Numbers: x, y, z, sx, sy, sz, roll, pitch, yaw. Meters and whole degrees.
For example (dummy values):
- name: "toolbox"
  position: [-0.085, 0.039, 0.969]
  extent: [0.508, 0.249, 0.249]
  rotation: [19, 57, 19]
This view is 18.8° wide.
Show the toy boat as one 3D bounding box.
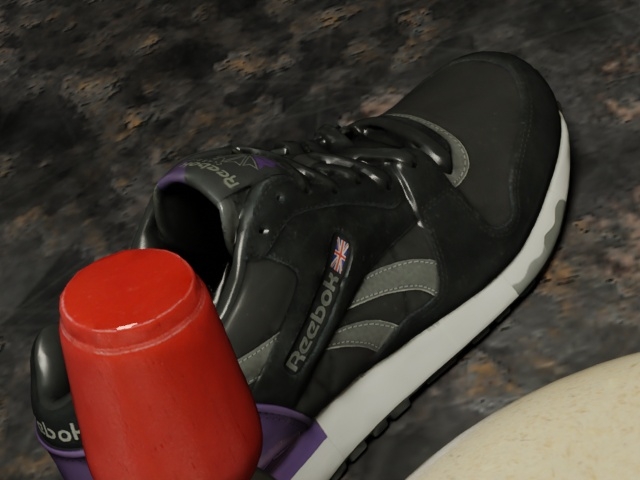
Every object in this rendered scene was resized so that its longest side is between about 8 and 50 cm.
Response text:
- name: "toy boat"
  position: [0.043, 0.111, 0.534]
  extent: [0.267, 0.148, 0.318]
  rotation: [-35, 40, -29]

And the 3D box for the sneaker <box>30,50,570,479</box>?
- name: "sneaker"
  position: [0.000, 0.000, 0.772]
  extent: [0.107, 0.124, 0.283]
  rotation: [14, 53, 41]
